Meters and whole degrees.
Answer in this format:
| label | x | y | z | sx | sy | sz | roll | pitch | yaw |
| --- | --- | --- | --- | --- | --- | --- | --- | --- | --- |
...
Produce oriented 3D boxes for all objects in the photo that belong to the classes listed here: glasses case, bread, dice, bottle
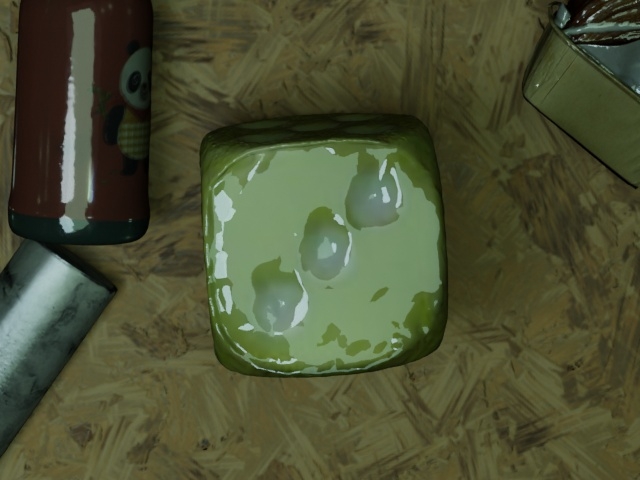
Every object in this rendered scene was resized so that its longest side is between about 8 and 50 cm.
| label | x | y | z | sx | sy | sz | roll | pitch | yaw |
| --- | --- | --- | --- | --- | --- | --- | --- | --- | --- |
| glasses case | -0.341 | 0.141 | 1.975 | 0.114 | 0.060 | 0.299 | 35 | 96 | -7 |
| bread | 0.331 | -0.182 | 1.931 | 0.224 | 0.142 | 0.212 | 37 | 110 | -10 |
| dice | 0.000 | 0.000 | 1.889 | 0.233 | 0.227 | 0.238 | -4 | 100 | -3 |
| bottle | -0.239 | -0.169 | 1.885 | 0.144 | 0.144 | 0.336 | 2 | 100 | -4 |
